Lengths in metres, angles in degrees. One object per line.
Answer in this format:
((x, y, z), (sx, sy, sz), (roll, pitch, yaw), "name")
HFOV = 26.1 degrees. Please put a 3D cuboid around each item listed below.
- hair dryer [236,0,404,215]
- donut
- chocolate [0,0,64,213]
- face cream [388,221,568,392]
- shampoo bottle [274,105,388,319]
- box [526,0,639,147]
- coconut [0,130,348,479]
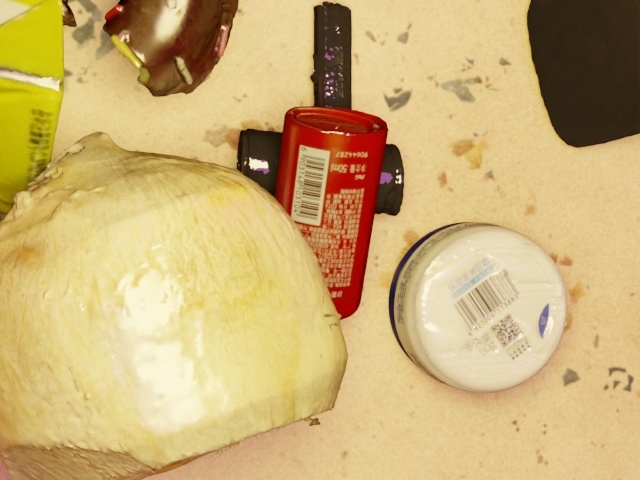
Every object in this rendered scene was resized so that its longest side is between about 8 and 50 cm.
((0.003, -0.161, 1.653), (0.197, 0.089, 0.251), (5, 83, -10), "hair dryer")
((-0.238, -0.327, 1.501), (0.345, 0.136, 0.259), (26, 100, 9), "donut")
((-0.414, -0.161, 1.447), (0.288, 0.301, 0.137), (12, 63, -11), "chocolate")
((0.193, 0.081, 1.682), (0.206, 0.111, 0.206), (-1, 94, -14), "face cream")
((0.000, -0.001, 1.592), (0.118, 0.076, 0.314), (3, 118, -8), "shampoo bottle")
((0.354, -0.230, 1.674), (0.201, 0.042, 0.212), (-14, 97, 33), "box")
((-0.192, 0.067, 1.460), (0.404, 0.404, 0.404), (-1, 93, -12), "coconut")
